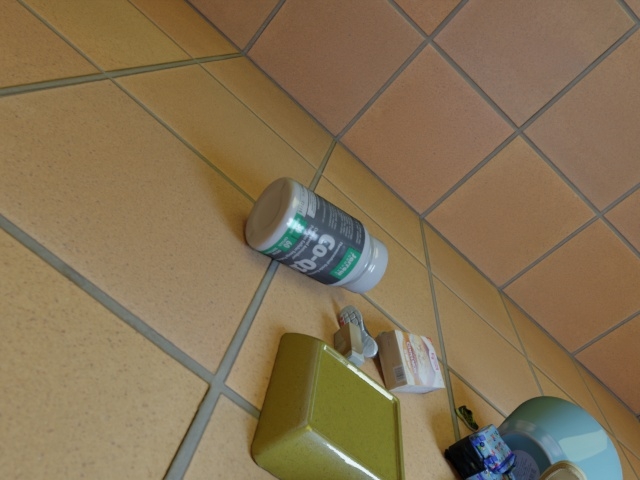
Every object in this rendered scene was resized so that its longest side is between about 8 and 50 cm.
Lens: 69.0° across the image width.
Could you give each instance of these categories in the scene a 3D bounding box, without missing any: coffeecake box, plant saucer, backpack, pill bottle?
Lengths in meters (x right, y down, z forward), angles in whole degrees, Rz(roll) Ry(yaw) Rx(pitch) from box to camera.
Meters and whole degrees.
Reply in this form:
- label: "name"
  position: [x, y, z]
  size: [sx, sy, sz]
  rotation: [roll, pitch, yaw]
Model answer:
- label: "coffeecake box"
  position: [0.239, 0.325, 1.238]
  size: [0.186, 0.068, 0.142]
  rotation: [21, 48, -44]
- label: "plant saucer"
  position: [0.050, 0.350, 0.906]
  size: [0.333, 0.081, 0.332]
  rotation: [39, 24, -13]
- label: "backpack"
  position: [0.407, 0.553, 1.120]
  size: [0.158, 0.117, 0.173]
  rotation: [16, 37, -50]
- label: "pill bottle"
  position: [0.000, 0.000, 1.245]
  size: [0.361, 0.204, 0.204]
  rotation: [29, 28, -32]

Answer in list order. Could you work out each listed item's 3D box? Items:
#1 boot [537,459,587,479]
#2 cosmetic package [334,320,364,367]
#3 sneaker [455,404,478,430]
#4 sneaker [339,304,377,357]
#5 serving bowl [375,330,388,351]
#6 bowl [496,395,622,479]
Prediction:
- label: "boot"
  position: [0.434, 0.578, 0.952]
  size: [0.204, 0.261, 0.095]
  rotation: [12, 23, -49]
- label: "cosmetic package"
  position: [0.067, 0.256, 1.116]
  size: [0.041, 0.060, 0.115]
  rotation: [36, 23, -21]
- label: "sneaker"
  position: [0.425, 0.506, 1.329]
  size: [0.083, 0.035, 0.031]
  rotation: [45, 24, -1]
- label: "sneaker"
  position: [0.100, 0.244, 1.219]
  size: [0.157, 0.061, 0.065]
  rotation: [63, 2, 34]
- label: "serving bowl"
  position: [0.176, 0.290, 1.270]
  size: [0.083, 0.027, 0.083]
  rotation: [32, 42, -34]
- label: "bowl"
  position: [0.558, 0.562, 1.176]
  size: [0.163, 0.311, 0.311]
  rotation: [6, 42, -33]
